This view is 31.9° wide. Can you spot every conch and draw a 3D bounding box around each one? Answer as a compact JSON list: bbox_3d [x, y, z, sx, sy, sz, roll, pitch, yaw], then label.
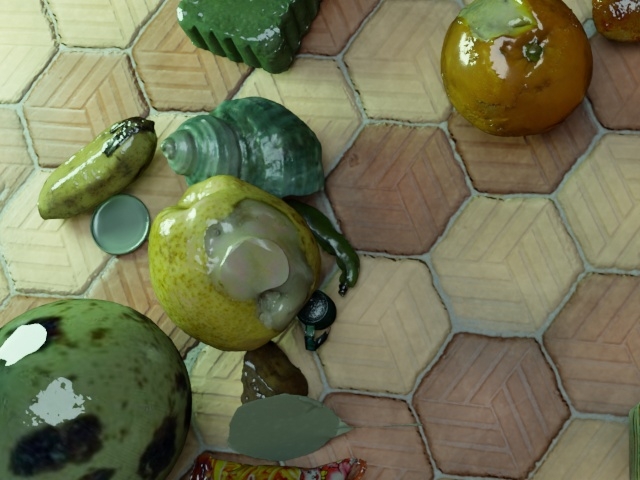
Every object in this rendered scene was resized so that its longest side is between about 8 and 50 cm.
[{"bbox_3d":[-0.136,-0.142,1.849,0.195,0.277,0.220,-59,35,35],"label":"conch"}]

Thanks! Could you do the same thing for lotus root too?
[{"bbox_3d":[-0.075,0.234,1.781,0.095,0.135,0.159,-2,90,10],"label":"lotus root"},{"bbox_3d":[-0.379,-0.121,1.932,0.258,0.097,0.110,-33,39,13],"label":"lotus root"}]

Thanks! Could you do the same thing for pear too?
[{"bbox_3d":[-0.136,0.032,1.728,0.271,0.271,0.271,-3,77,11],"label":"pear"}]

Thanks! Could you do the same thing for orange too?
[{"bbox_3d":[0.307,-0.279,1.761,0.240,0.240,0.240,-3,77,11],"label":"orange"}]

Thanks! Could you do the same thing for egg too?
[{"bbox_3d":[-0.398,0.280,1.712,0.428,0.345,0.345,-33,73,8],"label":"egg"}]

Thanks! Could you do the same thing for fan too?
[{"bbox_3d":[0.009,0.290,1.750,0.310,0.182,0.010,0,46,-10],"label":"fan"}]

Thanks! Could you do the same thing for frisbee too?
[{"bbox_3d":[-0.347,-0.028,1.945,0.110,0.014,0.110,-2,76,10],"label":"frisbee"}]

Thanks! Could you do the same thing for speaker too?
[{"bbox_3d":[-0.004,0.128,1.805,0.060,0.075,0.094,-15,75,8],"label":"speaker"}]

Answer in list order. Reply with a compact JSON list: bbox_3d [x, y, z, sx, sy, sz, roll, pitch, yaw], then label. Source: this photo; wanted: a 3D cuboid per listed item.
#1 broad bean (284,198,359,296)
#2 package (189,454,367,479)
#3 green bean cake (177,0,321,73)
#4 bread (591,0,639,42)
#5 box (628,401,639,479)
[{"bbox_3d":[0.008,-0.002,1.850,0.061,0.046,0.195,-33,75,0],"label":"broad bean"},{"bbox_3d":[-0.066,0.446,1.729,0.288,0.108,0.223,-4,72,21],"label":"package"},{"bbox_3d":[-0.110,-0.421,1.932,0.222,0.125,0.227,20,80,18],"label":"green bean cake"},{"bbox_3d":[0.559,-0.412,1.807,0.269,0.095,0.139,-23,81,2],"label":"bread"},{"bbox_3d":[0.463,0.293,1.595,0.032,0.220,0.122,2,77,10],"label":"box"}]
